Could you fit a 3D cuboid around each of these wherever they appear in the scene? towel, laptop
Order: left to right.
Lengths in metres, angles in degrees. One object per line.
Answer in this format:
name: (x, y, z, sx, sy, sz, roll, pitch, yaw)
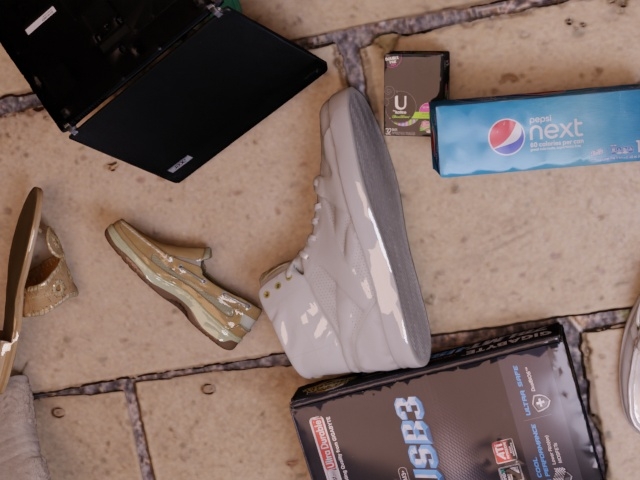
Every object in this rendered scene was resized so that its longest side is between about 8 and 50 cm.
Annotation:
towel: (-0.427, 0.293, 1.581, 0.282, 0.049, 0.187, -27, 64, 17)
laptop: (-0.171, -0.209, 1.392, 0.234, 0.136, 0.264, -34, 90, 27)

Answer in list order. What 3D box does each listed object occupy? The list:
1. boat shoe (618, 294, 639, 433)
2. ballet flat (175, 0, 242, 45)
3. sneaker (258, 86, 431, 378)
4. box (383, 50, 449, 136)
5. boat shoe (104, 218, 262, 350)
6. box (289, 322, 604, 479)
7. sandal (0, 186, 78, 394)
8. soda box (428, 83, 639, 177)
boat shoe: (0.354, 0.077, 1.357, 0.098, 0.096, 0.277, 13, 104, 11)
ballet flat: (-0.205, -0.253, 1.434, 0.247, 0.087, 0.083, 13, 105, 12)
sneaker: (0.000, 0.000, 1.426, 0.169, 0.108, 0.292, -12, 88, 25)
box: (0.097, -0.149, 1.398, 0.062, 0.052, 0.083, 3, 101, 12)
boat shoe: (-0.145, 0.032, 1.497, 0.190, 0.068, 0.072, 41, 96, -7)
box: (0.148, 0.262, 1.451, 0.293, 0.073, 0.295, -14, 98, 10)
sandal: (-0.311, 0.060, 1.542, 0.079, 0.088, 0.240, 13, 100, -23)
soda box: (0.214, -0.107, 1.343, 0.210, 0.067, 0.071, -5, 100, -2)
